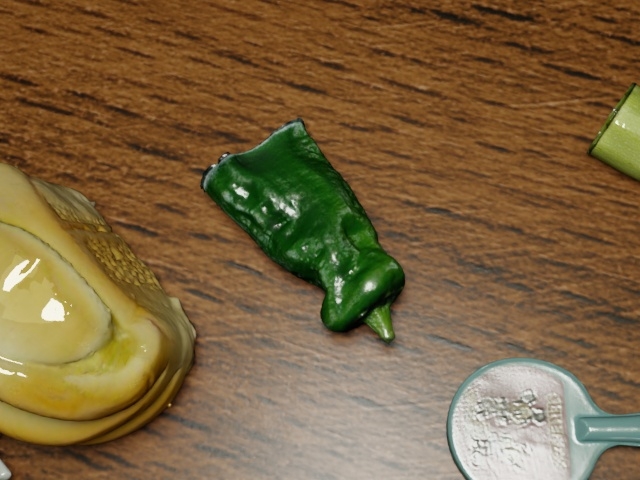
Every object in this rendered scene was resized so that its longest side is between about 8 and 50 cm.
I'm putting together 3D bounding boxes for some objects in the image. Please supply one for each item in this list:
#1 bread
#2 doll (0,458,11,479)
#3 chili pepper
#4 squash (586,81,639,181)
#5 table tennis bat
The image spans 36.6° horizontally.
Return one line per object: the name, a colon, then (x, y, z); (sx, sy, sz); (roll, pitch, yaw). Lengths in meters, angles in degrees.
bread: (-0.292, 0.076, 0.966); (0.315, 0.270, 0.211); (45, 94, 8)
doll: (-0.366, 0.229, 1.025); (0.098, 0.057, 0.143); (-3, 66, 21)
chili pepper: (0.000, 0.000, 1.051); (0.136, 0.099, 0.270); (-26, 64, -30)
squash: (0.410, -0.082, 1.061); (0.224, 0.094, 0.094); (30, 77, 5)
table tennis bat: (0.253, 0.197, 1.002); (0.244, 0.040, 0.153); (-1, 72, 8)
